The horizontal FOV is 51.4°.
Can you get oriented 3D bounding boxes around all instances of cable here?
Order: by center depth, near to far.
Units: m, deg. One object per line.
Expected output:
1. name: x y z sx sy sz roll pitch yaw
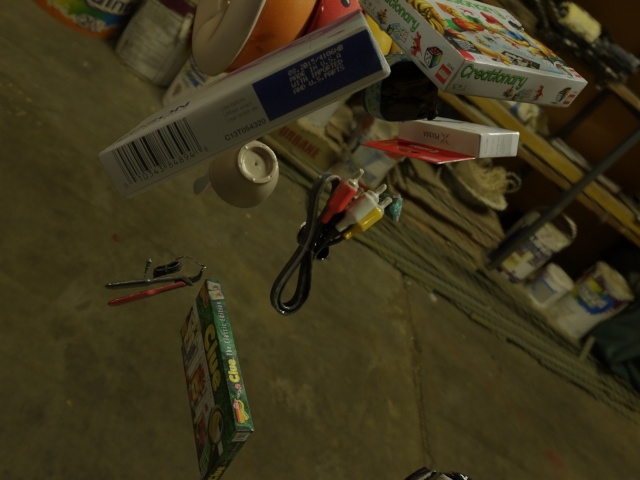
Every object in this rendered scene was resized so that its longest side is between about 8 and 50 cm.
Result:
1. cable: 0.000 0.000 1.138 0.139 0.287 0.072 39 -5 -39

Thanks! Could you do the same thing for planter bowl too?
1. planter bowl: -0.162 -0.165 1.530 0.162 0.109 0.162 6 76 -26

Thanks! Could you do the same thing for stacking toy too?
1. stacking toy: 0.020 -0.420 1.291 0.480 0.350 0.350 15 36 -27

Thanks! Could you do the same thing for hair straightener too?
1. hair straightener: -0.372 0.079 1.498 0.047 0.230 0.089 89 -15 -76

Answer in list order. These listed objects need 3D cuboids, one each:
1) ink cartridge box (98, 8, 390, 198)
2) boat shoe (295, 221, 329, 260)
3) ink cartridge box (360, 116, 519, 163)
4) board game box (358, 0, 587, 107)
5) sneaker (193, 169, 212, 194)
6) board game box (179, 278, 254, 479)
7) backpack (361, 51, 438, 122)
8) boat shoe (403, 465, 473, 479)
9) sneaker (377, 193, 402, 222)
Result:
1. ink cartridge box: -0.082 -0.191 0.844 0.071 0.324 0.330 62 11 -20
2. boat shoe: -0.013 0.001 1.262 0.042 0.049 0.133 33 -10 22
3. ink cartridge box: 0.290 -0.254 1.647 0.261 0.066 0.296 -9 21 -32
4. board game box: 0.217 -0.269 0.915 0.305 0.053 0.193 -6 50 -43
5. sneaker: -0.311 -0.169 1.925 0.070 0.134 0.051 1 65 -43
6. board game box: -0.155 0.193 0.949 0.030 0.136 0.259 11 38 -30
7. backpack: 0.115 -0.233 1.008 0.114 0.105 0.084 -16 32 -32
8. boat shoe: 0.120 0.520 1.105 0.127 0.340 0.158 50 -14 2
9. sneaker: 0.158 -0.085 1.629 0.076 0.065 0.166 11 8 1
